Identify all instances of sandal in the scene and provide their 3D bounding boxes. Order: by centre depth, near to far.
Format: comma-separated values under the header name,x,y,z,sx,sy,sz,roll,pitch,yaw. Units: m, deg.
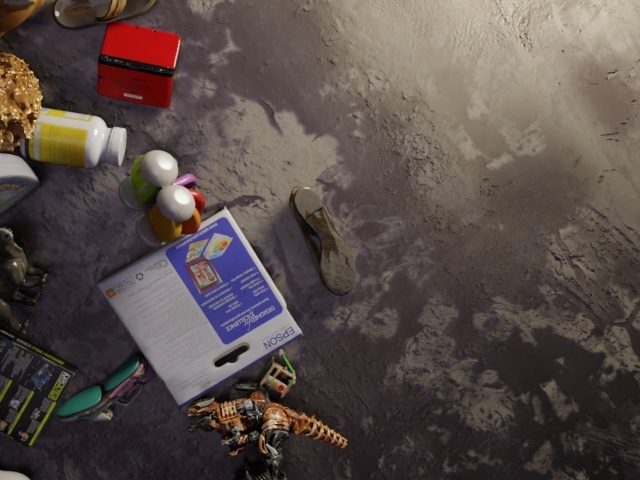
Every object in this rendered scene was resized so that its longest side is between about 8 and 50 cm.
name,x,y,z,sx,sy,sz,roll,pitch,yaw
sandal,-0.404,-0.457,1.555,0.219,0.060,0.090,-14,95,1

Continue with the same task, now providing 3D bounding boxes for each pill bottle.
name,x,y,z,sx,sy,sz,roll,pitch,yaw
pill bottle,-0.471,-0.192,1.584,0.184,0.103,0.103,9,101,-6

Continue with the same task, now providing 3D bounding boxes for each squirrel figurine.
name,x,y,z,sx,sy,sz,roll,pitch,yaw
squirrel figurine,-0.648,-0.340,1.482,0.370,0.281,0.397,-30,105,-10

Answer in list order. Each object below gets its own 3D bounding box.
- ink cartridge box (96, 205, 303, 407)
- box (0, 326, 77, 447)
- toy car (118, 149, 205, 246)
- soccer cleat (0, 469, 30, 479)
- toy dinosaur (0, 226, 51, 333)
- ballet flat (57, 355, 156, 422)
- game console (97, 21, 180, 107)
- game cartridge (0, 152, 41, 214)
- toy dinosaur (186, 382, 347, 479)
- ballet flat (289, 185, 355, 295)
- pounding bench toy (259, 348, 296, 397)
name,x,y,z,sx,sy,sz,roll,pitch,yaw
ink cartridge box,-0.242,0.136,1.691,0.303,0.072,0.307,-30,104,0
box,-0.628,0.303,1.703,0.184,0.045,0.191,29,97,-12
toy car,-0.294,-0.087,1.609,0.136,0.159,0.182,-18,76,-43
soccer cleat,-0.770,0.501,1.693,0.331,0.116,0.143,-9,102,-3
toy dinosaur,-0.630,0.090,1.619,0.160,0.121,0.314,23,113,-17
ballet flat,-0.435,0.324,1.714,0.221,0.077,0.079,-35,122,2
game console,-0.353,-0.340,1.611,0.144,0.085,0.124,10,131,-6
game cartridge,-0.625,-0.081,1.495,0.198,0.297,0.062,-31,90,3
toy dinosaur,-0.115,0.412,1.722,0.321,0.164,0.218,5,85,16
ballet flat,0.000,0.000,1.693,0.084,0.058,0.250,-33,109,-20
pounding bench toy,-0.079,0.277,1.738,0.065,0.052,0.083,33,97,-10
